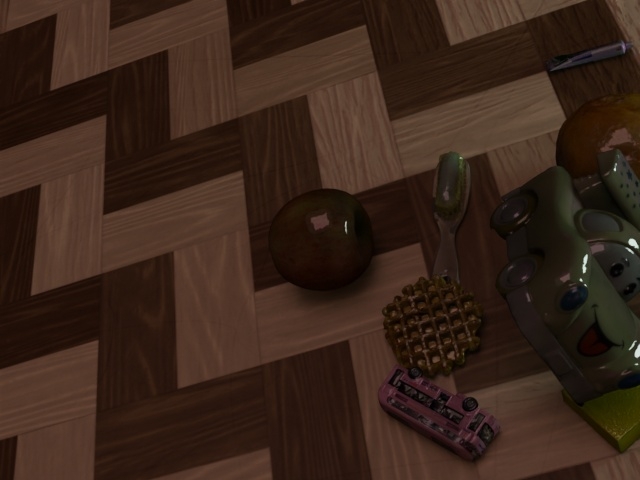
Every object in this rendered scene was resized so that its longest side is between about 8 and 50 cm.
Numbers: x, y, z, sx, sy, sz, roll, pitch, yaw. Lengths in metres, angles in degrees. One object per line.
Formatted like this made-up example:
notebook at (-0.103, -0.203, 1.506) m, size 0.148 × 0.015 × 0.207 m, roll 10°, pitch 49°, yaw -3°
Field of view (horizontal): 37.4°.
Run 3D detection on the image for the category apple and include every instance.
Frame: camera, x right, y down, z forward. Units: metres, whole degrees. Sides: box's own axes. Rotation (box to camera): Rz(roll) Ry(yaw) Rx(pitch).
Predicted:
apple at (0.000, 0.000, 1.729) m, size 0.174 × 0.188 × 0.188 m, roll -11°, pitch 51°, yaw 21°

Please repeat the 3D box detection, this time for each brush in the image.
brush at (0.232, -0.043, 1.749) m, size 0.072 × 0.067 × 0.313 m, roll -3°, pitch 55°, yaw 19°

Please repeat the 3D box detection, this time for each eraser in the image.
eraser at (0.446, 0.247, 1.444) m, size 0.097 × 0.045 × 0.122 m, roll -39°, pitch 48°, yaw -10°

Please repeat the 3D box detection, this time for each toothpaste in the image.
toothpaste at (0.539, -0.372, 1.899) m, size 0.170 × 0.028 × 0.045 m, roll -12°, pitch 39°, yaw 18°

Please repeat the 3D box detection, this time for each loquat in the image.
loquat at (0.518, -0.156, 1.629) m, size 0.238 × 0.193 × 0.238 m, roll -6°, pitch 50°, yaw 7°

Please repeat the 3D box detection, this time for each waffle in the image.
waffle at (0.192, 0.144, 1.625) m, size 0.191 × 0.038 × 0.191 m, roll -11°, pitch 57°, yaw 17°

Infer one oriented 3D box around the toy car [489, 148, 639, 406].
toy car at (0.410, 0.046, 1.435) m, size 0.226 × 0.242 × 0.336 m, roll -28°, pitch 28°, yaw 23°

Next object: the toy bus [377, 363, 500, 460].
toy bus at (0.186, 0.274, 1.521) m, size 0.203 × 0.063 × 0.090 m, roll 24°, pitch 69°, yaw 37°
